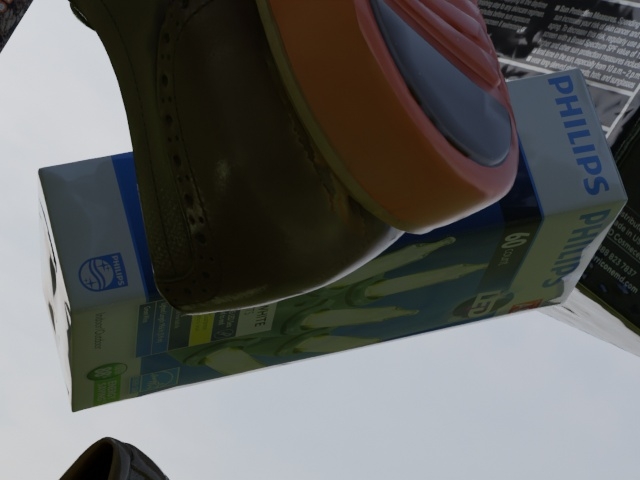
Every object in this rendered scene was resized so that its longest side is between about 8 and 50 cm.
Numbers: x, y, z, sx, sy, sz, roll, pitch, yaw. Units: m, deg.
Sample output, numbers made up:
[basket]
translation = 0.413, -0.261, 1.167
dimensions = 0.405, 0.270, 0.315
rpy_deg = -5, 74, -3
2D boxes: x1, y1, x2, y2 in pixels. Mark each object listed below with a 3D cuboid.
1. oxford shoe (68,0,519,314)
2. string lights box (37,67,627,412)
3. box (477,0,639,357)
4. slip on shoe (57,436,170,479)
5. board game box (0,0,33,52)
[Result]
[oxford shoe]
translation = -0.049, -0.145, 0.680
dimensions = 0.133, 0.363, 0.130
rpy_deg = -30, -34, 25
[string lights box]
translation = 0.000, 0.000, 0.916
dimensions = 0.260, 0.076, 0.133
rpy_deg = -11, -22, -12
[box]
translation = 0.206, -0.095, 1.269
dimensions = 0.183, 0.294, 0.296
rpy_deg = 35, -4, -29
[slip on shoe]
translation = -0.112, 0.134, 0.739
dimensions = 0.051, 0.135, 0.041
rpy_deg = 34, -16, 45
[board game box]
translation = -0.261, -0.177, 0.957
dimensions = 0.232, 0.291, 0.141
rpy_deg = 37, -19, -25
